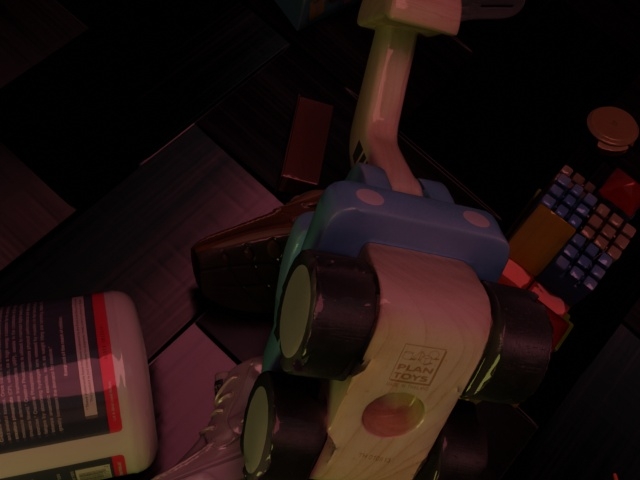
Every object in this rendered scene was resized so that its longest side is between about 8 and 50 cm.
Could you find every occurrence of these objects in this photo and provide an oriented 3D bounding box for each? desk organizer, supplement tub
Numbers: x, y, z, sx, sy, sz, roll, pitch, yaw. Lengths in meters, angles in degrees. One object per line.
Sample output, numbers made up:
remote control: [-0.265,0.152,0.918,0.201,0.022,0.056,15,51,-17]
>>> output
desk organizer: [-0.021,-0.124,1.078,0.050,0.047,0.130,14,64,-7]
supplement tub: [-0.311,0.160,0.808,0.272,0.191,0.191,-8,68,-15]

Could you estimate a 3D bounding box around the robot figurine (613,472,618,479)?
robot figurine: [0.364,0.371,0.886,0.158,0.128,0.219,-33,75,6]

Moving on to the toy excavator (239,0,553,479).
toy excavator: [0.057,-0.022,0.834,0.222,0.432,0.445,10,32,-17]

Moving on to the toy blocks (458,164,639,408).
toy blocks: [0.251,0.035,0.940,0.191,0.261,0.381,39,64,7]

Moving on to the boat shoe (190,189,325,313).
boat shoe: [0.000,0.000,0.999,0.324,0.122,0.120,-9,38,-18]

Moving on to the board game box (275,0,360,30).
board game box: [-0.022,-0.511,1.236,0.254,0.079,0.336,-31,75,-22]

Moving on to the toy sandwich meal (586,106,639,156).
toy sandwich meal: [0.432,-0.162,1.198,0.086,0.029,0.085,2,56,-3]

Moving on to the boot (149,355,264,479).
boot: [-0.098,0.208,0.895,0.258,0.095,0.123,-18,64,-27]

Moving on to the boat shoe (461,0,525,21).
boat shoe: [0.200,-0.378,1.230,0.226,0.083,0.075,-2,54,-25]
